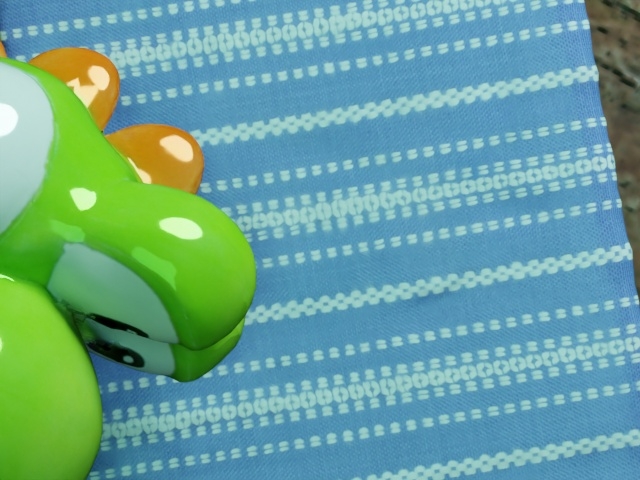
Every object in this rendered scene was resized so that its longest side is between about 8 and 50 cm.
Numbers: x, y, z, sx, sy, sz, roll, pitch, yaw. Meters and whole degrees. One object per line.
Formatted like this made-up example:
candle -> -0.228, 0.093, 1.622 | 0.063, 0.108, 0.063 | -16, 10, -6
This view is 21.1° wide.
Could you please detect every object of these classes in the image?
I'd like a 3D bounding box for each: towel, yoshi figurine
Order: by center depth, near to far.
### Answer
yoshi figurine -> -0.209, 0.000, 0.594 | 0.362, 0.203, 0.203 | 20, 101, 2
towel -> 0.000, 0.000, 0.692 | 0.243, 0.040, 0.336 | -10, 88, 0
